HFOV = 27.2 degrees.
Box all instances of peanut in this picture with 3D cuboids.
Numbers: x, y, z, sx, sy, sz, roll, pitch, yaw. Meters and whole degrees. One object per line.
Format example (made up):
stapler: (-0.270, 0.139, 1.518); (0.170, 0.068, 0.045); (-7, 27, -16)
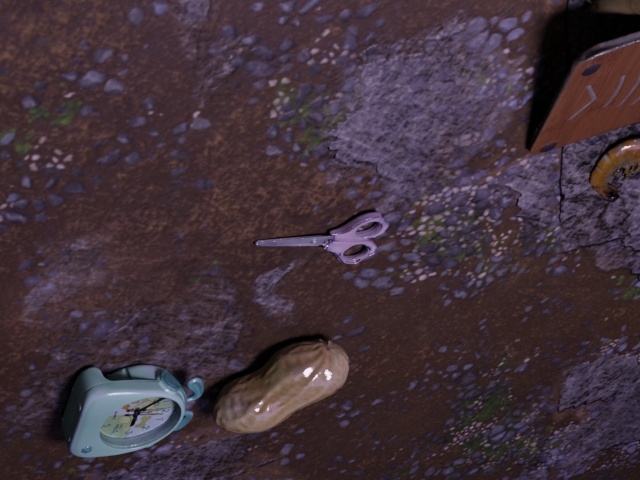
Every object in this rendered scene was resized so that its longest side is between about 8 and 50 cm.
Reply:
peanut: (-0.059, 0.212, 1.906); (0.214, 0.090, 0.098); (-32, 155, 5)

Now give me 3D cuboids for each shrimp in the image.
shrimp: (0.466, -0.096, 1.907); (0.178, 0.034, 0.124); (5, 136, -33)

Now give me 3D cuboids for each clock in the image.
clock: (-0.258, 0.233, 1.835); (0.188, 0.060, 0.148); (-1, 135, -31)

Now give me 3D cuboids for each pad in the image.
pad: (0.420, -0.207, 1.686); (0.284, 0.018, 0.286); (-18, 162, -12)

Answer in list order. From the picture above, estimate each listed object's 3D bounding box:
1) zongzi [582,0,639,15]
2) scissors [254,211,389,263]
zongzi: (0.505, -0.447, 1.478); (0.181, 0.418, 0.447); (25, 80, -37)
scissors: (0.000, 0.000, 1.752); (0.189, 0.015, 0.100); (-4, 140, -27)
